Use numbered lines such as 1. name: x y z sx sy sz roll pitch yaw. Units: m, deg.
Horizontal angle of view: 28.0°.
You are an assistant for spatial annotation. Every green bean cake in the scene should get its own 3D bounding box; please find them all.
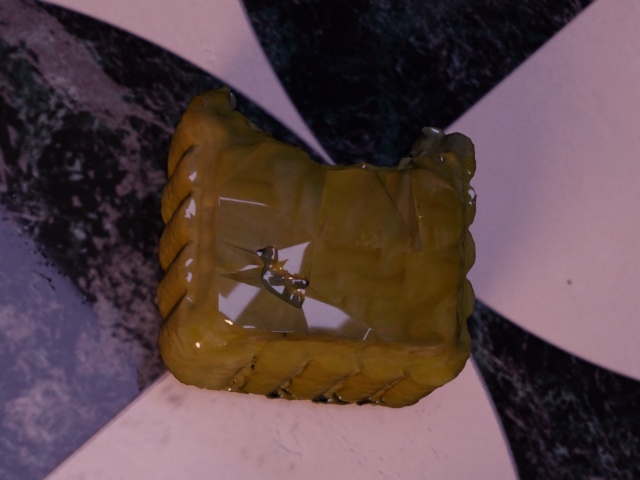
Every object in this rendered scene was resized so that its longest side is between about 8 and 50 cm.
1. green bean cake: 0.000 0.000 0.975 0.236 0.124 0.232 7 70 -15
